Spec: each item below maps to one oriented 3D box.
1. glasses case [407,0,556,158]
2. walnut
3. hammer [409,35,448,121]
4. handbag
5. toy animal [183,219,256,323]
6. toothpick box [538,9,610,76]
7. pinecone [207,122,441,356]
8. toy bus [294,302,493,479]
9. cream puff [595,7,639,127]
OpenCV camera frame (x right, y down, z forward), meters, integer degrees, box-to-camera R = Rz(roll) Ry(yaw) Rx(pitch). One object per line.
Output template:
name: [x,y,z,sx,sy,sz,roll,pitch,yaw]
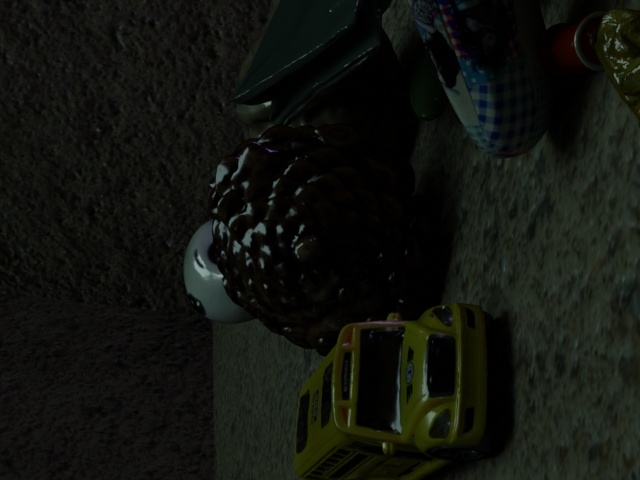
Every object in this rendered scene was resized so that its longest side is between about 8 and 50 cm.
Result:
glasses case: [0.119,-0.223,0.873,0.125,0.076,0.327,-46,-60,-43]
walnut: [0.008,-0.199,1.456,0.248,0.248,0.248,-173,90,-79]
hammer: [0.147,-0.250,1.104,0.335,0.119,0.206,99,173,-50]
handbag: [0.016,-0.274,1.220,0.260,0.079,0.247,-29,36,54]
toy animal: [-0.081,0.037,1.679,0.212,0.266,0.212,-168,90,-80]
toothpick box: [0.209,-0.156,0.847,0.083,0.047,0.047,-150,68,-79]
pinecone: [0.004,-0.004,1.276,0.242,0.298,0.296,-42,5,-16]
toy bus: [0.068,0.173,1.096,0.331,0.151,0.145,118,159,-64]
cream puff: [0.226,-0.122,0.725,0.058,0.083,0.083,-29,22,19]
